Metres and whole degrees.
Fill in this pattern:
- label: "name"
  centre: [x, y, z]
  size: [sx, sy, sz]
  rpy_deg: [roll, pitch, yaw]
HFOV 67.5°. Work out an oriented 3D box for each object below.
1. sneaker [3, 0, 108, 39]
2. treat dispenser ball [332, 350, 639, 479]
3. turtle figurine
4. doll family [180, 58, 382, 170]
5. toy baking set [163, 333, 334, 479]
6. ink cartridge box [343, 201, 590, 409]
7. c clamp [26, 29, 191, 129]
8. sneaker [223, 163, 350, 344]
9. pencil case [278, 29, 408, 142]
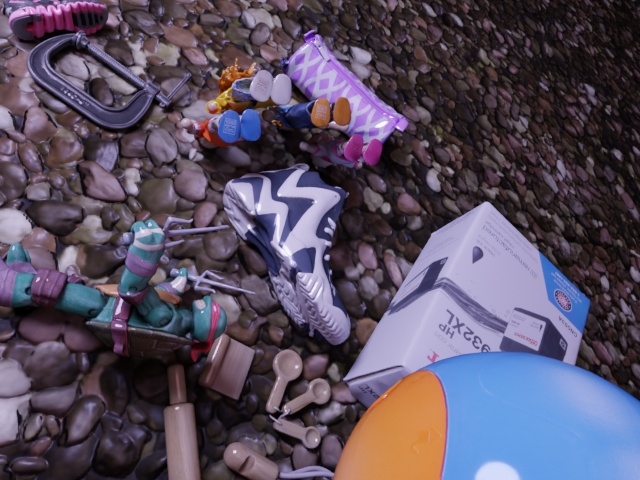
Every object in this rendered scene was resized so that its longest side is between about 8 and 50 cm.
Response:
- label: "sneaker"
  centre: [-0.324, -0.284, 0.588]
  size: [0.119, 0.047, 0.057]
  rpy_deg: [-25, 70, -38]
- label: "treat dispenser ball"
  centre: [0.145, 0.231, 0.363]
  size: [0.288, 0.288, 0.288]
  rpy_deg: [13, 60, -25]
- label: "turtle figurine"
  centre: [-0.170, 0.047, 0.439]
  size: [0.234, 0.175, 0.118]
  rpy_deg: [9, 64, -14]
- label: "doll family"
  centre: [-0.046, -0.165, 0.627]
  size: [0.262, 0.163, 0.118]
  rpy_deg: [6, 94, -28]
- label: "toy baking set"
  centre: [-0.062, 0.222, 0.497]
  size: [0.196, 0.030, 0.256]
  rpy_deg: [5, 64, -29]
- label: "ink cartridge box"
  centre: [0.210, 0.133, 0.642]
  size: [0.223, 0.129, 0.307]
  rpy_deg: [43, 53, -5]
- label: "c clamp"
  centre: [-0.264, -0.204, 0.598]
  size: [0.160, 0.022, 0.137]
  rpy_deg: [31, 60, -17]
- label: "sneaker"
  centre: [0.000, 0.000, 0.604]
  size: [0.153, 0.094, 0.235]
  rpy_deg: [-30, 74, -29]
- label: "pencil case"
  centre: [0.038, -0.229, 0.746]
  size: [0.206, 0.088, 0.086]
  rpy_deg: [41, 55, -8]
